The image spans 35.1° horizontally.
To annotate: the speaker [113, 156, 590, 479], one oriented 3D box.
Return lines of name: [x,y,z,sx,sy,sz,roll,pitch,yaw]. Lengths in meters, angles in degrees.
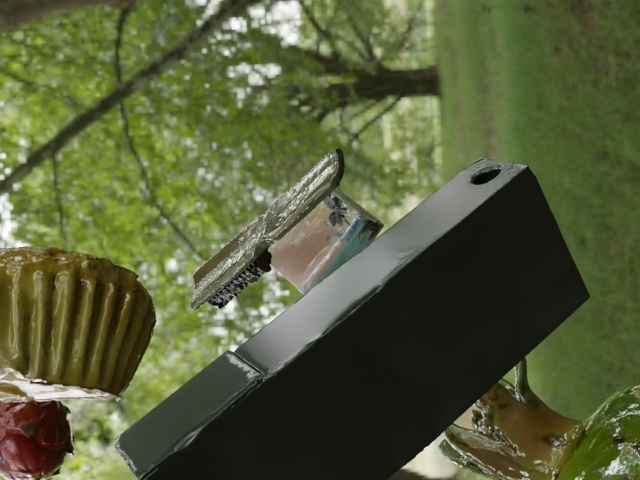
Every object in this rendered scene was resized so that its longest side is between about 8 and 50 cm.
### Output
speaker: [0.020,0.056,0.454,0.082,0.218,0.044,59,162,-23]

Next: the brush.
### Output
brush: [-0.044,-0.002,0.862,0.248,0.036,0.043,-40,42,47]

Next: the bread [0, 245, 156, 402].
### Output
bread: [-0.285,0.092,1.023,0.240,0.239,0.139,73,-163,-72]

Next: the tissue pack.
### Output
tissue pack: [0.000,0.000,0.940,0.094,0.074,0.058,-55,-27,10]

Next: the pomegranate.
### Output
pomegranate: [0.258,0.184,0.787,0.286,0.230,0.231,50,163,31]

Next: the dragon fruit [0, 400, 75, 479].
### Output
dragon fruit: [-0.521,0.339,1.791,0.172,0.172,0.210,-80,-25,-70]
